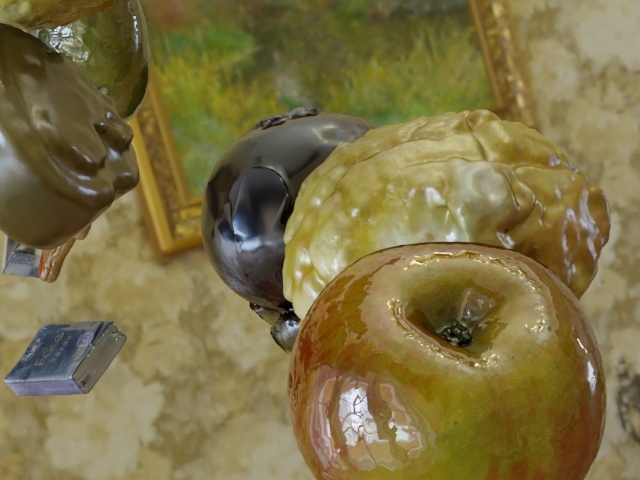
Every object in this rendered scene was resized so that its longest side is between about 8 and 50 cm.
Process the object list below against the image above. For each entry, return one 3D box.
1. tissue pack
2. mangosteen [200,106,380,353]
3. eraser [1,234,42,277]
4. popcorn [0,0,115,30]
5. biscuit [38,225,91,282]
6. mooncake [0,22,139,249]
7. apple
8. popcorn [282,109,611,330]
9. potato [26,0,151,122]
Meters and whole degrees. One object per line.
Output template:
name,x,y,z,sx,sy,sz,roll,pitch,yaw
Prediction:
tissue pack,-0.362,0.168,1.844,0.156,0.051,0.112,-8,38,40
mangosteen,-0.009,-0.014,2.137,0.381,0.421,0.381,-10,-25,-5
eraser,-0.515,-0.132,2.382,0.098,0.404,0.096,9,-29,-22
popcorn,-0.286,-0.313,1.341,0.190,0.191,0.253,-32,7,13
biscuit,-0.342,-0.062,1.826,0.036,0.165,0.250,18,-43,-24
mooncake,-0.284,-0.113,1.293,0.117,0.235,0.235,-33,-1,19
apple,0.119,0.127,1.193,0.301,0.301,0.301,-16,5,1
popcorn,0.142,0.002,1.550,0.344,0.354,0.390,-65,-6,35
potato,-0.289,-0.245,1.623,0.148,0.197,0.228,-10,-11,-16
